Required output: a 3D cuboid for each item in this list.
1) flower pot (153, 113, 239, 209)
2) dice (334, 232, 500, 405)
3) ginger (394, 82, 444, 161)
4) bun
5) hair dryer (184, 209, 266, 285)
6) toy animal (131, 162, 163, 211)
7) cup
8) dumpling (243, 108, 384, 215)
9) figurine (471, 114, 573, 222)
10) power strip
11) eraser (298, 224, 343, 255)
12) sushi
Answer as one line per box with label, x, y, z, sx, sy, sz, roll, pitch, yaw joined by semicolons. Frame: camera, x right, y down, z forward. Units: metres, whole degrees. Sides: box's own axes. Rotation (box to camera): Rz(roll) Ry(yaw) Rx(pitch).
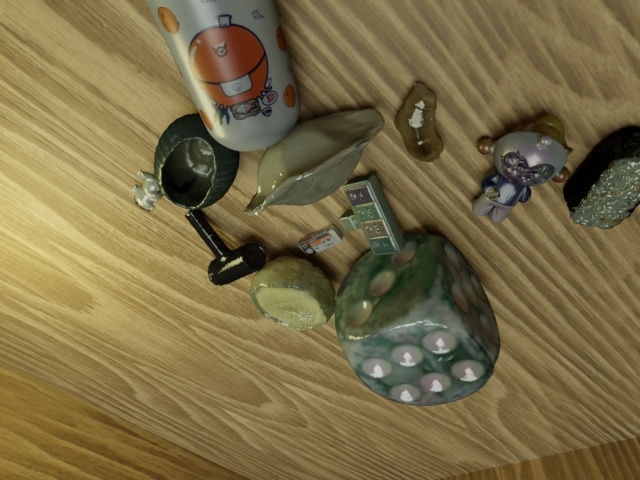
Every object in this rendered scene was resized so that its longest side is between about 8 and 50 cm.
flower pot;-0.291;-0.185;1.025;0.190;0.157;0.243;26;131;-12
dice;0.256;0.210;1.165;0.328;0.348;0.330;-31;122;29
ginger;0.218;-0.248;0.946;0.096;0.068;0.190;-27;125;2
bun;-0.080;0.146;1.291;0.260;0.152;0.259;12;143;9
hair dryer;-0.295;0.012;1.240;0.197;0.089;0.251;-21;114;43
toy animal;-0.445;-0.141;1.148;0.085;0.071;0.124;47;132;-10
cup;-0.163;-0.345;0.829;0.213;0.212;0.317;-6;132;14
dumpling;-0.029;-0.157;0.938;0.342;0.260;0.181;-1;124;21
figurine;0.424;-0.150;0.969;0.194;0.133;0.274;38;141;-9
power strip;0.119;-0.061;1.120;0.145;0.061;0.215;-7;117;41
eraser;0.000;0.000;1.229;0.122;0.029;0.052;-23;124;28
sushi;0.642;-0.130;0.946;0.137;0.126;0.225;14;134;-3
